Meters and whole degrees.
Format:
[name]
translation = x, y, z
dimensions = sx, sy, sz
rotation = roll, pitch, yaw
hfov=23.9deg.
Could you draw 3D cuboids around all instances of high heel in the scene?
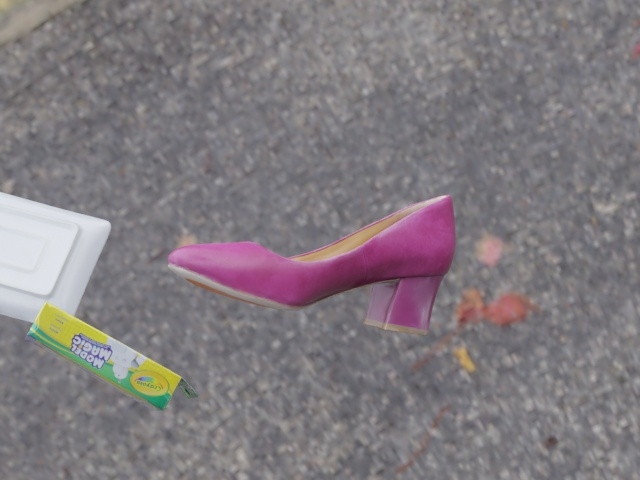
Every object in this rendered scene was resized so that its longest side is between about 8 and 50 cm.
[high heel]
translation = 0.000, 0.000, 1.173
dimensions = 0.082, 0.244, 0.117
rotation = 10, 88, 64

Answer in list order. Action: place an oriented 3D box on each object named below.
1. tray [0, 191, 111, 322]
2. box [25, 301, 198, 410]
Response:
[tray]
translation = -0.389, 0.002, 1.733
dimensions = 0.270, 0.030, 0.145
rotation = 15, 64, 11
[box]
translation = -0.212, 0.125, 1.535
dimensions = 0.043, 0.179, 0.105
rotation = -63, 8, -11
